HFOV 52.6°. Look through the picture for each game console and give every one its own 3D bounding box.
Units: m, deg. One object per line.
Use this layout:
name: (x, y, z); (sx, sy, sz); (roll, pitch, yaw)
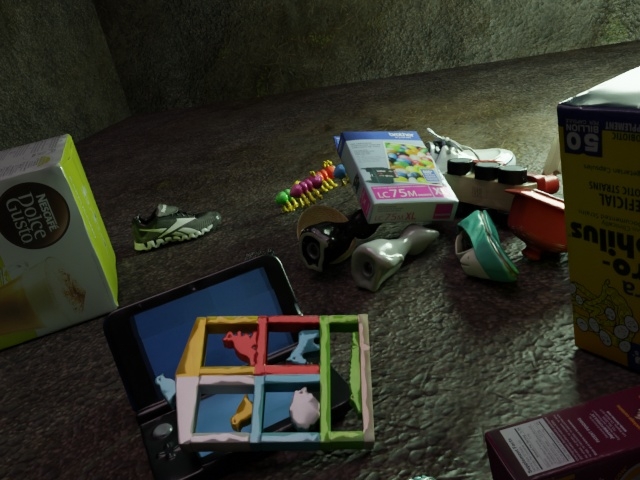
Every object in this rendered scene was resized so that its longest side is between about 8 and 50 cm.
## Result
game console: (-0.137, 0.174, 0.935); (0.293, 0.173, 0.250); (-22, 24, -17)

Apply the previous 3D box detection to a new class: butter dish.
butter dish: (0.398, -0.021, 1.164); (0.160, 0.118, 0.160); (20, 7, 4)

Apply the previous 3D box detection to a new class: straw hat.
straw hat: (0.000, 0.000, 1.383); (0.144, 0.144, 0.061); (-32, -11, -37)

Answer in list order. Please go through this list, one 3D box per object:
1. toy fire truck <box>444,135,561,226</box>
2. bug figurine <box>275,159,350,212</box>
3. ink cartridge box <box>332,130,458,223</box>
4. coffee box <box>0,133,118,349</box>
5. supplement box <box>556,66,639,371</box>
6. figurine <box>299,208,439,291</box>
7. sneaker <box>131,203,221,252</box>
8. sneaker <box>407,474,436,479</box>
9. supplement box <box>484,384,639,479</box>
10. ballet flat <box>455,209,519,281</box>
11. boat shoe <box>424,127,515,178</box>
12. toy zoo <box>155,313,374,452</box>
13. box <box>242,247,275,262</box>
toy fire truck: (0.421, -0.144, 1.406); (0.246, 0.158, 0.217); (-14, 20, -32)
bug figurine: (-0.002, -0.147, 1.614); (0.216, 0.072, 0.279); (-31, 8, -19)
ink cartridge box: (0.151, -0.156, 1.388); (0.186, 0.065, 0.311); (-2, 40, -15)
coffee box: (-0.657, -0.004, 1.414); (0.334, 0.338, 0.338); (-18, 23, -12)
supplement box: (0.449, -0.022, 0.821); (0.195, 0.356, 0.194); (-26, 26, -26)
figurine: (0.103, 0.000, 1.292); (0.215, 0.092, 0.209); (19, 34, 36)
sneaker: (-0.373, -0.050, 1.653); (0.234, 0.106, 0.078); (-16, 24, -6)
sneaker: (0.084, 0.314, 0.659); (0.076, 0.065, 0.166); (26, 46, 33)
supplement box: (0.276, 0.232, 0.662); (0.188, 0.104, 0.081); (-16, 24, -4)
ballet flat: (0.294, 0.023, 1.181); (0.087, 0.083, 0.247); (-34, 19, 16)
boat shoe: (0.286, -0.193, 1.551); (0.367, 0.156, 0.136); (-15, 24, -2)
toy zoo: (-0.078, 0.189, 0.880); (0.293, 0.030, 0.192); (-1, 50, 1)
box: (-0.136, 0.047, 1.415); (0.067, 0.018, 0.083); (-11, 23, 6)
